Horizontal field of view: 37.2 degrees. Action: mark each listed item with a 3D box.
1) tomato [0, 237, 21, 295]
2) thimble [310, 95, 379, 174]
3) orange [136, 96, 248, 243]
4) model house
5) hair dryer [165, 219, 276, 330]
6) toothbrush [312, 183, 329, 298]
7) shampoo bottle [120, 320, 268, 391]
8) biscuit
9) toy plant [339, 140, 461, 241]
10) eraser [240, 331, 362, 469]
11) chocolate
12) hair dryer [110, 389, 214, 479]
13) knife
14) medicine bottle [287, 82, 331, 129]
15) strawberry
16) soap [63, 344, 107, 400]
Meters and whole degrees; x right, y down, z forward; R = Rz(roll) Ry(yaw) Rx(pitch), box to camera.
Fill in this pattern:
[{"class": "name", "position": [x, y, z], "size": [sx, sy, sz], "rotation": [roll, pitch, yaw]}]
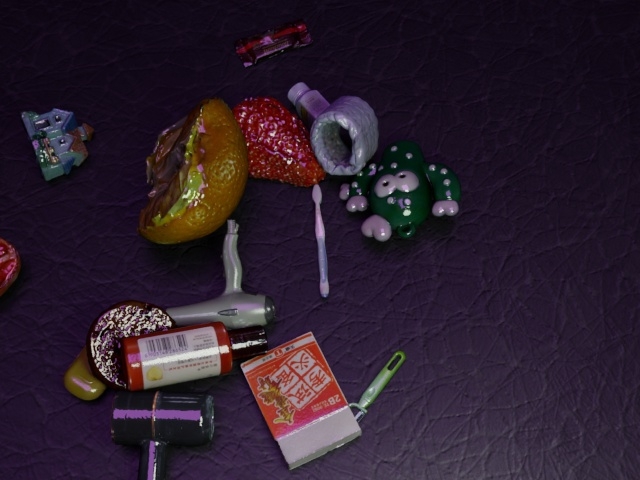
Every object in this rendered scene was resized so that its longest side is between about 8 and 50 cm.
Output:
[{"class": "tomato", "position": [-0.700, 0.065, 1.981], "size": [0.155, 0.069, 0.156], "rotation": [0, 65, -1]}, {"class": "thimble", "position": [0.051, -0.222, 2.037], "size": [0.127, 0.151, 0.118], "rotation": [0, 28, 29]}, {"class": "orange", "position": [-0.265, -0.137, 1.981], "size": [0.262, 0.196, 0.335], "rotation": [-25, 52, 34]}, {"class": "model house", "position": [-0.570, -0.227, 2.108], "size": [0.148, 0.119, 0.148], "rotation": [-22, 64, -18]}, {"class": "hair dryer", "position": [-0.224, 0.099, 1.925], "size": [0.218, 0.088, 0.225], "rotation": [-26, 85, 6]}, {"class": "toothbrush", "position": [0.000, 0.000, 2.016], "size": [0.021, 0.027, 0.269], "rotation": [-11, 62, 15]}, {"class": "shampoo bottle", "position": [-0.238, 0.215, 1.832], "size": [0.278, 0.104, 0.104], "rotation": [-9, 62, -16]}, {"class": "biscuit", "position": [-0.365, 0.210, 1.875], "size": [0.192, 0.049, 0.192], "rotation": [2, 81, -15]}, {"class": "toy plant", "position": [0.171, -0.101, 2.013], "size": [0.232, 0.113, 0.243], "rotation": [-31, 49, -1]}, {"class": "eraser", "position": [-0.039, 0.308, 1.848], "size": [0.157, 0.038, 0.230], "rotation": [-24, 61, -8]}, {"class": "chocolate", "position": [-0.112, -0.472, 2.259], "size": [0.182, 0.028, 0.086], "rotation": [-18, 67, -9]}, {"class": "hair dryer", "position": [-0.296, 0.455, 1.769], "size": [0.189, 0.107, 0.352], "rotation": [0, 71, 0]}, {"class": "knife", "position": [0.094, 0.294, 1.871], "size": [0.054, 0.015, 0.212], "rotation": [33, 70, 23]}, {"class": "medicine bottle", "position": [-0.020, -0.299, 2.142], "size": [0.055, 0.074, 0.118], "rotation": [-33, 66, -14]}, {"class": "strawberry", "position": [-0.110, -0.229, 2.092], "size": [0.286, 0.106, 0.188], "rotation": [30, 69, 15]}, {"class": "soap", "position": [-0.446, 0.251, 1.892], "size": [0.089, 0.045, 0.140], "rotation": [28, 66, 15]}]
